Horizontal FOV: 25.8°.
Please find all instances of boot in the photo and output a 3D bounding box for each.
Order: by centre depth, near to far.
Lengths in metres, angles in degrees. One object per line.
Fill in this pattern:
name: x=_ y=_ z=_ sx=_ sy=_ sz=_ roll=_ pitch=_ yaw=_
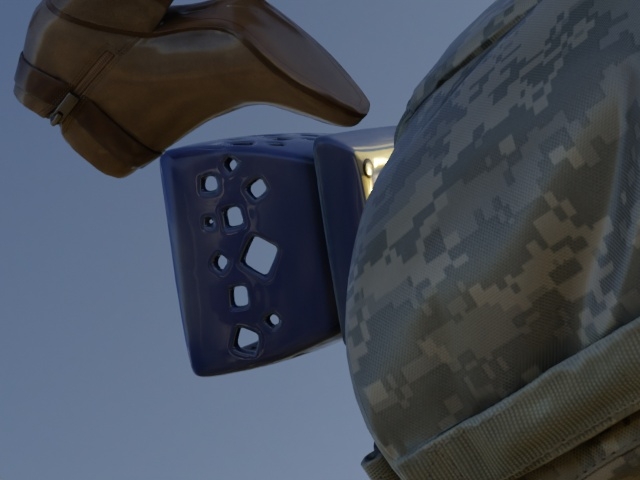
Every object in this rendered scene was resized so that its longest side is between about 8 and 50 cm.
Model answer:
boot: x=-0.053 y=-0.056 z=0.520 sx=0.118 sy=0.042 sz=0.087 roll=38 pitch=-64 yaw=-7

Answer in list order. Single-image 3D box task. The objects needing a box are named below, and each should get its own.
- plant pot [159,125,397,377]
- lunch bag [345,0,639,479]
plant pot: x=0.000 y=0.000 z=1.416 sx=0.212 sy=0.236 sz=0.236 roll=-7 pitch=3 yaw=30
lunch bag: x=0.161 y=-0.029 z=0.531 sx=0.212 sy=0.256 sz=0.305 roll=48 pitch=-54 yaw=-5
